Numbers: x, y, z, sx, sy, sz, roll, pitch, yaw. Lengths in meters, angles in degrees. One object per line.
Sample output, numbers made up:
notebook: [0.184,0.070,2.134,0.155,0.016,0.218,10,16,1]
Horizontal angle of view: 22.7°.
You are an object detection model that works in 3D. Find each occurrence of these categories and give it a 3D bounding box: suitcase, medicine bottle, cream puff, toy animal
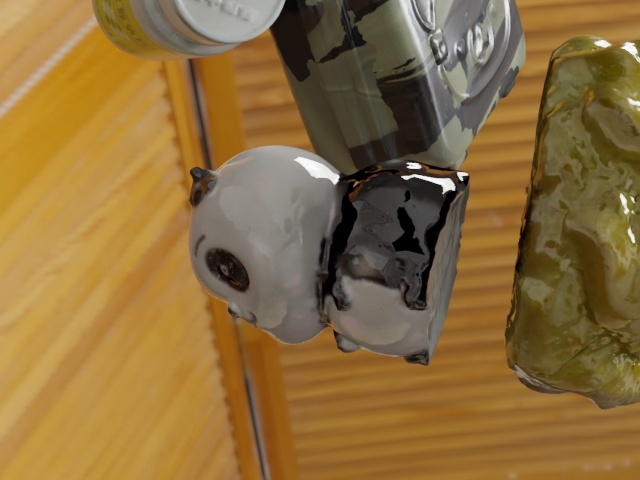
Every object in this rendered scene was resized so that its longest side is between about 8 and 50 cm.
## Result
suitcase: [0.073,-0.265,1.739,0.194,0.339,0.351,-7,27,29]
medicine bottle: [-0.135,-0.256,1.622,0.143,0.143,0.258,-23,13,-21]
cream puff: [0.285,-0.008,1.292,0.257,0.324,0.291,6,50,4]
toy animal: [0.002,0.007,1.365,0.235,0.187,0.165,7,61,9]
